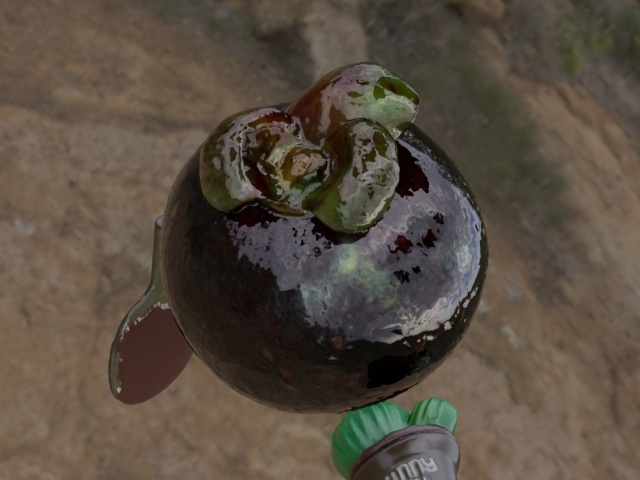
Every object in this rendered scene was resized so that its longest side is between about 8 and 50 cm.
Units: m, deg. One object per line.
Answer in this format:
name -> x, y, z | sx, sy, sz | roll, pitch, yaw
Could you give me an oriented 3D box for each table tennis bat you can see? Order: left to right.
table tennis bat -> -0.168, 0.075, 1.431 | 0.022, 0.234, 0.131 | 32, 41, 29

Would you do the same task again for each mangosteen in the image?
mangosteen -> 0.000, 0.000, 1.130 | 0.288, 0.288, 0.288 | 29, 37, -25

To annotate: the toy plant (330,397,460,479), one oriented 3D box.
toy plant -> 0.084, 0.221, 1.437 | 0.105, 0.143, 0.200 | 57, 5, -41
